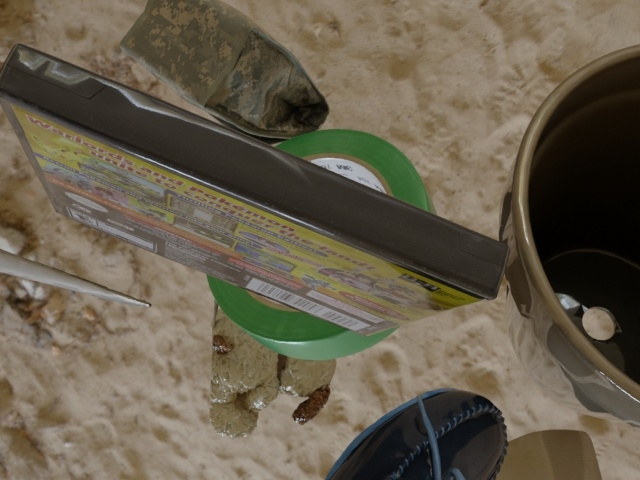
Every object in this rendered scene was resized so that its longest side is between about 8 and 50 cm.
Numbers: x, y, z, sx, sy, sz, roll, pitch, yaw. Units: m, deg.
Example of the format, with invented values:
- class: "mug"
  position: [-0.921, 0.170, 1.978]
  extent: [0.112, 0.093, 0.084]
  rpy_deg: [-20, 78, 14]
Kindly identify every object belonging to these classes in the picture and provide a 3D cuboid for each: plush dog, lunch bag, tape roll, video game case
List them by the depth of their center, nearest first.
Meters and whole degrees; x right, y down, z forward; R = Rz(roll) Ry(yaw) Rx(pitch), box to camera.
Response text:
- class: "video game case"
  position: [-0.053, -0.009, 0.496]
  extent: [0.275, 0.035, 0.248]
  rpy_deg: [22, 165, -7]
- class: "tape roll"
  position: [0.000, 0.000, 1.030]
  extent: [0.321, 0.321, 0.077]
  rpy_deg: [1, 154, 25]
- class: "lunch bag"
  position: [-0.139, -0.275, 1.232]
  extent: [0.235, 0.287, 0.169]
  rpy_deg: [39, 100, 31]
- class: "plush dog"
  position: [-0.083, 0.211, 1.356]
  extent: [0.225, 0.262, 0.210]
  rpy_deg: [3, 151, -8]

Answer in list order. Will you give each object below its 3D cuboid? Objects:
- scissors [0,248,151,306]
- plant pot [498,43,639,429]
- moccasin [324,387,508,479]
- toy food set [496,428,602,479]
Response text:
- class: "scissors"
  position: [-0.250, -0.003, 0.501]
  extent: [0.297, 0.021, 0.109]
  rpy_deg: [3, 122, 26]
- class: "plant pot"
  position: [0.293, 0.036, 0.669]
  extent: [0.323, 0.323, 0.280]
  rpy_deg: [32, 160, 10]
- class: "moccasin"
  position: [0.044, 0.238, 0.531]
  extent: [0.117, 0.342, 0.138]
  rpy_deg: [-3, 120, 52]
- class: "toy food set"
  position: [0.198, 0.361, 0.827]
  extent: [0.092, 0.220, 0.306]
  rpy_deg: [19, 140, -25]
